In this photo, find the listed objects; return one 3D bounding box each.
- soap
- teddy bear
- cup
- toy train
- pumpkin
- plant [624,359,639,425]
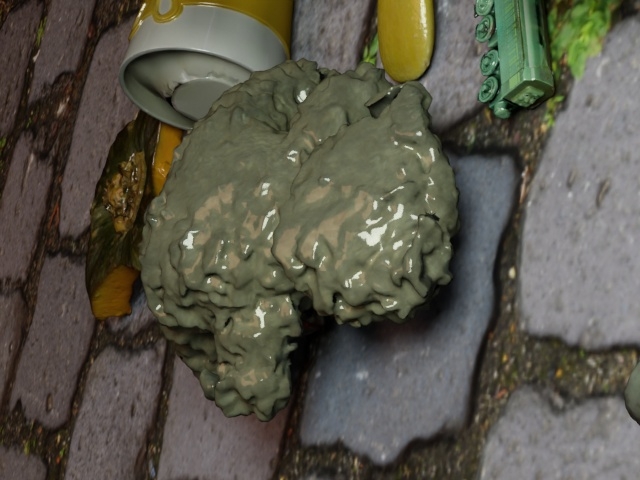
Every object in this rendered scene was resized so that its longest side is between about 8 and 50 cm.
[{"bbox_3d":[0.081,-0.237,1.361,0.089,0.033,0.168,3,96,58],"label":"soap"},{"bbox_3d":[0.000,0.000,1.289,0.368,0.224,0.357,13,85,46],"label":"teddy bear"},{"bbox_3d":[-0.136,-0.244,1.610,0.241,0.185,0.226,-13,58,42],"label":"cup"},{"bbox_3d":[0.165,-0.174,1.215,0.071,0.038,0.147,-34,46,44],"label":"toy train"},{"bbox_3d":[-0.210,-0.045,1.725,0.290,0.095,0.258,-29,55,55],"label":"pumpkin"},{"bbox_3d":[0.273,0.008,0.835,0.146,0.149,0.274,-156,87,-76],"label":"plant"}]
